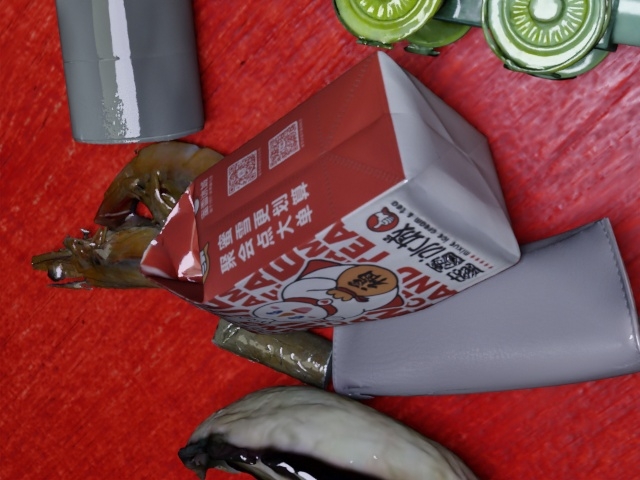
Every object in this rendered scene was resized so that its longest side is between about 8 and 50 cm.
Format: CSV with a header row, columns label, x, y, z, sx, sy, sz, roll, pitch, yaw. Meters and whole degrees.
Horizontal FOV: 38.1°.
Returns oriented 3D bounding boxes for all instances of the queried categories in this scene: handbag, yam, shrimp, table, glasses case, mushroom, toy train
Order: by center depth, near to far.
label,x,y,z,sx,sy,sz,roll,pitch,yaw
toy train,0.134,-0.225,0.699,0.272,0.159,0.188,16,104,20
handbag,0.000,0.000,0.792,0.298,0.171,0.151,-33,48,28
glasses case,0.142,0.068,0.810,0.308,0.083,0.128,-13,80,40
table,-0.181,-0.206,0.861,0.127,0.126,0.219,2,105,24
mushroom,0.043,0.242,0.874,0.344,0.130,0.247,28,158,14
yam,-0.045,0.104,0.929,0.132,0.054,0.054,21,112,17
shrimp,-0.191,-0.020,0.954,0.287,0.063,0.152,-7,99,22
